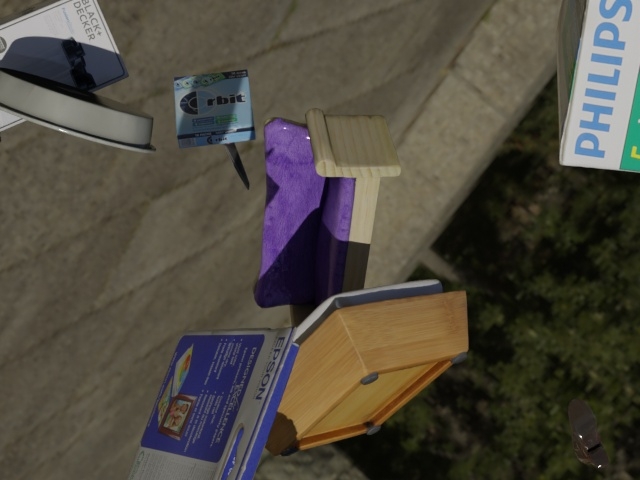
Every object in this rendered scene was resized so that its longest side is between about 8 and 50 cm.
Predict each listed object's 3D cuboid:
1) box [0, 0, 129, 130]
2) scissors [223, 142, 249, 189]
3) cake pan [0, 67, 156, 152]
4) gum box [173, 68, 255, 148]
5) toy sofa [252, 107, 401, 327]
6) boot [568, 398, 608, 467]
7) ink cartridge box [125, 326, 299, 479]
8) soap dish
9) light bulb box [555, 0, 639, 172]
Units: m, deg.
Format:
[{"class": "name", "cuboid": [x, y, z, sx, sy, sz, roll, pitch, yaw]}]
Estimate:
[{"class": "box", "cuboid": [-0.495, -0.305, 2.000, 0.290, 0.169, 0.087, -25, -159, -12]}, {"class": "scissors", "cuboid": [-0.207, -0.216, 2.444, 0.109, 0.297, 0.021, -1, 144, -9]}, {"class": "cake pan", "cuboid": [-0.393, -0.208, 1.847, 0.293, 0.293, 0.054, -7, 116, -74]}, {"class": "gum box", "cuboid": [-0.218, -0.271, 2.403, 0.157, 0.184, 0.041, -7, 138, -3]}, {"class": "toy sofa", "cuboid": [0.000, 0.000, 1.697, 0.150, 0.177, 0.362, -101, -166, -53]}, {"class": "boot", "cuboid": [0.378, 0.278, 1.698, 0.037, 0.106, 0.114, -20, 174, 1]}, {"class": "ink cartridge box", "cuboid": [-0.123, 0.245, 1.278, 0.307, 0.072, 0.303, -7, -121, 60]}, {"class": "soap dish", "cuboid": [0.046, 0.176, 1.582, 0.229, 0.118, 0.291, -6, 150, -40]}, {"class": "light bulb box", "cuboid": [0.429, -0.225, 1.165, 0.358, 0.361, 0.225, -72, 167, -59]}]
